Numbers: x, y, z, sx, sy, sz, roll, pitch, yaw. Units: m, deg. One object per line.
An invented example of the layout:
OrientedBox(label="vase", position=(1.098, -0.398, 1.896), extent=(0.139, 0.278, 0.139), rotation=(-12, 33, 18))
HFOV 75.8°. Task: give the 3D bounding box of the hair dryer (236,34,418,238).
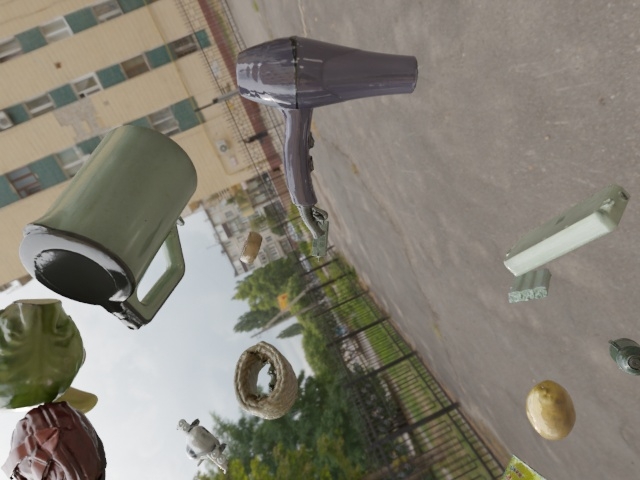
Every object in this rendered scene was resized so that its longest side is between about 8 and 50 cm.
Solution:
OrientedBox(label="hair dryer", position=(0.009, -0.173, 0.754), extent=(0.121, 0.300, 0.362), rotation=(-94, 4, -66))

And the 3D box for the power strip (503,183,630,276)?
OrientedBox(label="power strip", position=(0.483, -0.016, 0.821), extent=(0.046, 0.118, 0.270), rotation=(46, 149, 6))

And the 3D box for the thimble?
OrientedBox(label="thimble", position=(-0.186, 0.477, 1.391), extent=(0.229, 0.195, 0.148), rotation=(57, 174, 37))

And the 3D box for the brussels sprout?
OrientedBox(label="brussels sprout", position=(-0.645, 0.248, 0.900), extent=(0.244, 0.243, 0.244), rotation=(155, 90, -86))

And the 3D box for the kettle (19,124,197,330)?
OrientedBox(label="kettle", position=(-0.446, -0.021, 0.972), extent=(0.377, 0.249, 0.361), rotation=(-82, -23, -46))

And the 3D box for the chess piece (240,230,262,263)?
OrientedBox(label="chess piece", position=(-0.178, 0.018, 1.055), extent=(0.083, 0.038, 0.084), rotation=(-161, 90, -73))

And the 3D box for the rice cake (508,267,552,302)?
OrientedBox(label="rice cake", position=(0.700, 0.150, 1.375), extent=(0.237, 0.127, 0.043), rotation=(-21, -88, -54))

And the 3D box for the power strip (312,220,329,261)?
OrientedBox(label="power strip", position=(0.000, 0.000, 1.320), extent=(0.019, 0.050, 0.136), rotation=(8, -93, -69))

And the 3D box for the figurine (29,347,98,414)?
OrientedBox(label="figurine", position=(-0.742, 0.353, 1.111), extent=(0.324, 0.222, 0.124), rotation=(41, 170, -17))

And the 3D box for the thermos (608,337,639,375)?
OrientedBox(label="thermos", position=(0.764, 0.282, 1.013), extent=(0.187, 0.073, 0.083), rotation=(11, -116, -60))

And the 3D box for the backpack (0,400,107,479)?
OrientedBox(label="backpack", position=(-0.526, 0.421, 0.818), extent=(0.138, 0.229, 0.230), rotation=(-25, -90, -53))

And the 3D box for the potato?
OrientedBox(label="potato", position=(0.320, 0.233, 0.571), extent=(0.062, 0.068, 0.083), rotation=(10, 131, 34))

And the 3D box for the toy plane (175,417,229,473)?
OrientedBox(label="toy plane", position=(-0.426, 0.744, 1.488), extent=(0.252, 0.118, 0.252), rotation=(29, 146, 22))

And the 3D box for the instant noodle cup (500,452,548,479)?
OrientedBox(label="instant noodle cup", position=(0.449, 0.572, 0.844), extent=(0.204, 0.153, 0.205), rotation=(36, 173, 5))
